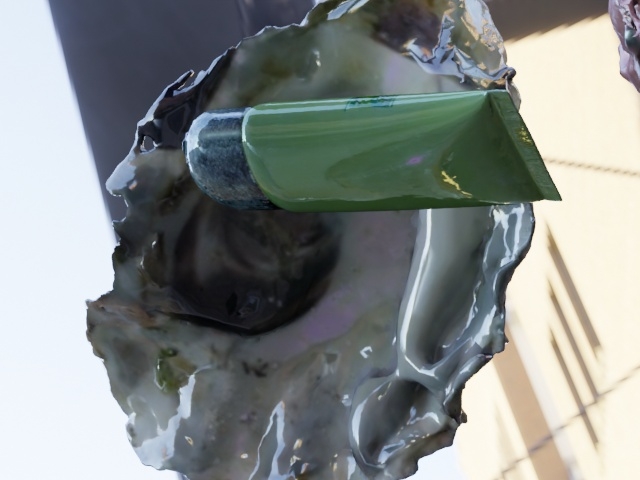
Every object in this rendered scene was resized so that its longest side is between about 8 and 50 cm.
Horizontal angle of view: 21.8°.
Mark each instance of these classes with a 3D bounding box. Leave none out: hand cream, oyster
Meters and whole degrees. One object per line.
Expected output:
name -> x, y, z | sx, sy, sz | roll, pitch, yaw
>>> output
hand cream -> 0.020, -0.042, 0.801 | 0.175, 0.046, 0.095 | -3, -32, 24
oyster -> 0.000, 0.000, 0.924 | 0.238, 0.115, 0.351 | 23, -76, 10

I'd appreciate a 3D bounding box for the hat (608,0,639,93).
hat -> 0.167, -0.033, 0.431 | 0.286, 0.237, 0.107 | 18, -90, -70
